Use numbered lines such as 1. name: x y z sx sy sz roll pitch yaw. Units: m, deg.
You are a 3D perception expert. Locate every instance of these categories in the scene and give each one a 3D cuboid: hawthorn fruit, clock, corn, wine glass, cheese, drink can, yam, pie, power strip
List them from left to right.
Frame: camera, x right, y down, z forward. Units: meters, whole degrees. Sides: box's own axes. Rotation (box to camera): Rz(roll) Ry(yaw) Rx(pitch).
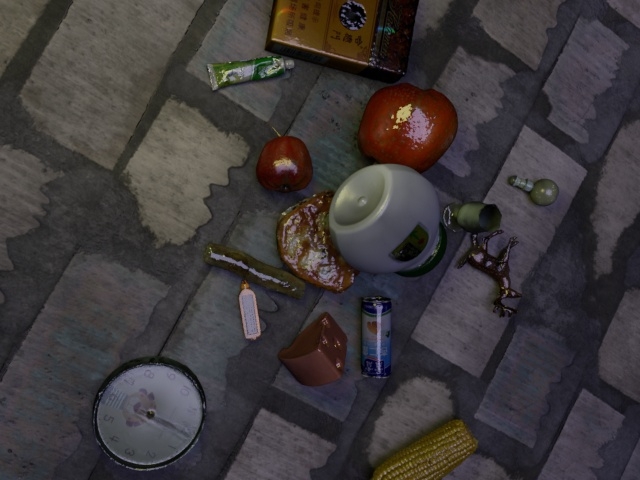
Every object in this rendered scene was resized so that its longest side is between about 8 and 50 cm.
1. clock: -0.470 0.479 1.568 0.312 0.061 0.313 -1 92 -16
2. power strip: -0.208 0.201 1.647 0.049 0.028 0.178 -9 95 -15
3. yam: -0.184 0.088 1.630 0.317 0.071 0.067 23 123 -16
4. hawthorn fruit: -0.101 -0.239 1.609 0.162 0.162 0.204 4 76 -16
5. cheese: -0.031 0.335 1.667 0.177 0.203 0.128 -32 107 19
6. pie: 0.001 0.000 1.669 0.308 0.085 0.309 0 91 -16
7. drink can: 0.169 0.290 1.725 0.097 0.097 0.235 0 92 -16
8. hawthorn fruit: 0.234 -0.307 1.634 0.275 0.275 0.300 36 95 -14
9. corn: 0.321 0.690 1.764 0.387 0.144 0.144 -30 100 -13
10. wine glass: 0.463 -0.068 1.729 0.103 0.222 0.103 -1 94 -13

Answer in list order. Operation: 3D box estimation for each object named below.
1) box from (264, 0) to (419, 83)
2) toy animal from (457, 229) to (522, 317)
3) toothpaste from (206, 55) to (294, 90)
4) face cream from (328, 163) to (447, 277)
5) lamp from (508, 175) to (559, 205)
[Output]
1. box: 0.068 -0.637 1.645 0.414 0.116 0.265 11 88 -15
2. toy animal: 0.564 0.100 1.850 0.243 0.087 0.260 26 87 -2
3. toothpaste: -0.195 -0.484 1.614 0.247 0.047 0.078 -13 94 -13
4. face cream: 0.191 -0.047 1.575 0.312 0.219 0.357 -49 142 7
5. lamp: 0.697 -0.172 1.870 0.163 0.091 0.091 20 87 0
